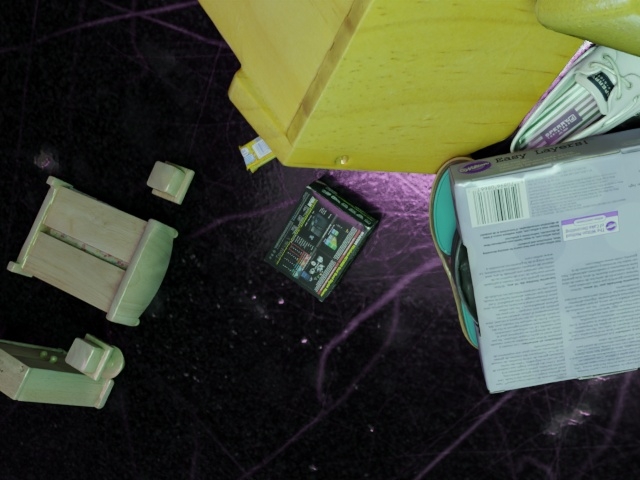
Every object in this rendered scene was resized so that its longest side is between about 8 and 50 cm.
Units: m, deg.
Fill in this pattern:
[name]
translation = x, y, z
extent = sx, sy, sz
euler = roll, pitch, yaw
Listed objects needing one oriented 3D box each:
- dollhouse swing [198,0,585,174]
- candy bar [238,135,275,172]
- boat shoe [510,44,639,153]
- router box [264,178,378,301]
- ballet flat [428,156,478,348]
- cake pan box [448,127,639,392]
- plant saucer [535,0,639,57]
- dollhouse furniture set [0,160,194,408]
[dollhouse swing]
translation = 0.061, -0.292, 0.810
extent = 0.347, 0.315, 0.305
euler = -58, 42, 44
[candy bar]
translation = -0.034, -0.130, 0.995
extent = 0.161, 0.018, 0.040
euler = -27, 93, 27
[boat shoe]
translation = 0.283, -0.148, 0.823
extent = 0.083, 0.076, 0.226
euler = 48, 119, 15
[router box]
translation = 0.000, 0.000, 1.015
extent = 0.092, 0.038, 0.122
euler = 36, 117, 7
[ballet flat]
translation = 0.171, 0.011, 0.929
extent = 0.080, 0.073, 0.232
euler = -4, 111, 21
[cake pan box]
translation = 0.269, 0.021, 0.844
extent = 0.267, 0.070, 0.245
euler = -12, 111, 7
[plant saucer]
translation = 0.362, -0.241, 0.560
extent = 0.333, 0.081, 0.332
euler = 17, 124, 1
[dollhouse furniture set]
translation = -0.334, 0.037, 1.160
extent = 0.303, 0.174, 0.355
euler = 23, 86, 27
